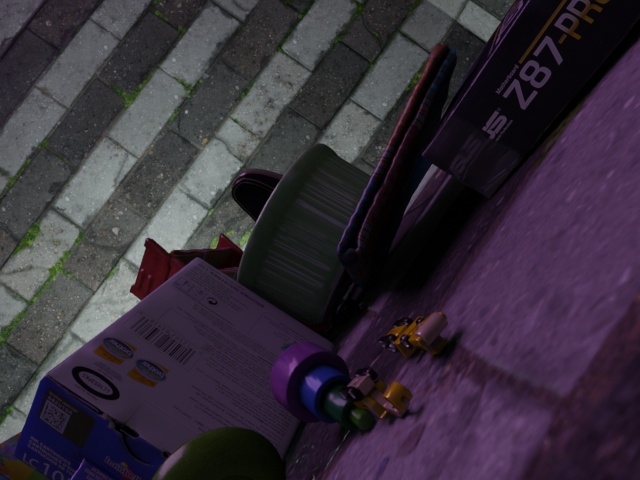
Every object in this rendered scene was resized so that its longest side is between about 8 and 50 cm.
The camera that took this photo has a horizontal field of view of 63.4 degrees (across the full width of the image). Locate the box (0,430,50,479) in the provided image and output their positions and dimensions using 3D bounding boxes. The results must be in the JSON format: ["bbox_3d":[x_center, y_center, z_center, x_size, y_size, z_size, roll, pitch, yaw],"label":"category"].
[{"bbox_3d":[-0.341,0.434,0.650,0.279,0.290,0.177,-54,-2,-1],"label":"box"}]

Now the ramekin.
[{"bbox_3d":[0.000,0.000,0.901,0.303,0.148,0.303,-58,-11,-18],"label":"ramekin"}]

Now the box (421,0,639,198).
[{"bbox_3d":[0.272,-0.262,0.592,0.318,0.097,0.395,-60,-4,38],"label":"box"}]

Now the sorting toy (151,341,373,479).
[{"bbox_3d":[-0.076,0.247,0.392,0.365,0.127,0.126,-52,28,-14],"label":"sorting toy"}]

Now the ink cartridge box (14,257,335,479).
[{"bbox_3d":[-0.171,0.212,0.667,0.151,0.270,0.395,-59,-3,24],"label":"ink cartridge box"}]

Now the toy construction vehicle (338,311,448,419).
[{"bbox_3d":[0.059,0.092,0.381,0.086,0.035,0.098,-42,-3,-24],"label":"toy construction vehicle"}]

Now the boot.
[{"bbox_3d":[-0.076,0.017,1.161,0.138,0.377,0.284,-45,10,36],"label":"boot"}]

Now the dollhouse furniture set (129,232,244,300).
[{"bbox_3d":[-0.273,0.185,1.016,0.201,0.152,0.373,-2,-60,-58],"label":"dollhouse furniture set"}]

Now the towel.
[{"bbox_3d":[0.107,-0.065,0.724,0.271,0.040,0.370,-65,-10,-5],"label":"towel"}]

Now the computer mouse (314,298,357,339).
[{"bbox_3d":[-0.001,0.178,0.984,0.242,0.041,0.071,-54,-1,38],"label":"computer mouse"}]
